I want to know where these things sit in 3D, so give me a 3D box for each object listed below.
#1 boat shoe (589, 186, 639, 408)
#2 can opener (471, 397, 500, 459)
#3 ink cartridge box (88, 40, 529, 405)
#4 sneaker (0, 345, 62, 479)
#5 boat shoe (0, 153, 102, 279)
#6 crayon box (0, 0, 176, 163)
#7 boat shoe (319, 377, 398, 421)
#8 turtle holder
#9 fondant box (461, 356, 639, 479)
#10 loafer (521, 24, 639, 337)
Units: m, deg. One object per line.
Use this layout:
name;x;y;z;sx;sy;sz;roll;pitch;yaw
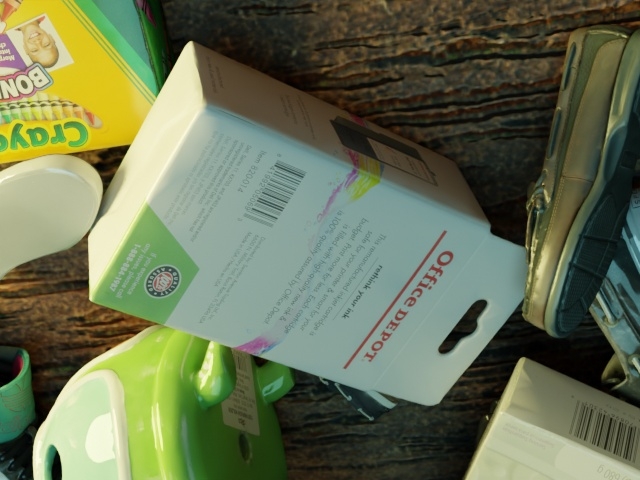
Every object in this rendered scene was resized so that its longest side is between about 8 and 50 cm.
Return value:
boat shoe;0.321;0.111;1.010;0.119;0.121;0.335;-21;100;23
can opener;0.174;0.239;1.103;0.073;0.059;0.186;10;119;18
ink cartridge box;0.000;0.000;0.945;0.353;0.119;0.207;22;117;-25
sneaker;-0.310;0.203;1.109;0.295;0.124;0.178;25;125;-5
boat shoe;-0.285;-0.026;0.980;0.258;0.084;0.095;-25;128;35
crayon box;-0.272;-0.159;0.948;0.278;0.081;0.165;-8;115;9
boat shoe;0.022;0.138;1.081;0.125;0.046;0.038;38;109;-21
turtle holder;-0.135;0.242;1.025;0.227;0.243;0.320;-15;98;16
fondant box;0.234;0.300;1.016;0.238;0.096;0.330;23;125;10
loafer;0.218;-0.053;0.912;0.084;0.096;0.268;20;91;35
